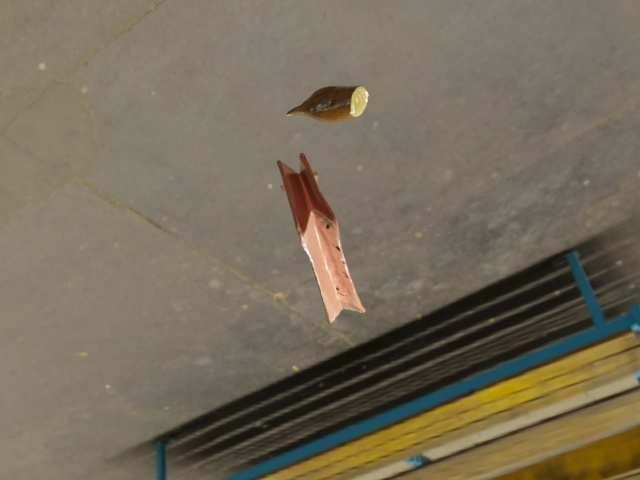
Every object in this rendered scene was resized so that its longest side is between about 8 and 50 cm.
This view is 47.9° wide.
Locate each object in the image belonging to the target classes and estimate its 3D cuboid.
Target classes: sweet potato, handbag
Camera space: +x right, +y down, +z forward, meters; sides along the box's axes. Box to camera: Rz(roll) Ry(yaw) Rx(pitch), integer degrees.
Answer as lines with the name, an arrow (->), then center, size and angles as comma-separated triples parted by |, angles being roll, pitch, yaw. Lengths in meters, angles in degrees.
sweet potato -> 0.005, -0.175, 0.947 | 0.117, 0.049, 0.049 | -5, 151, 29
handbag -> 0.000, 0.000, 0.994 | 0.059, 0.157, 0.213 | -19, 138, -1
